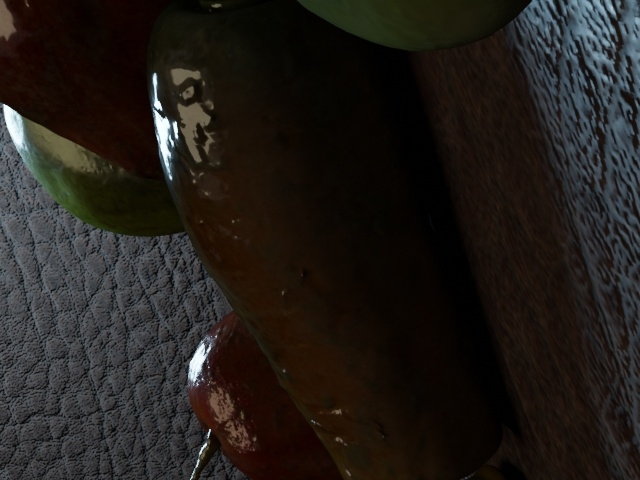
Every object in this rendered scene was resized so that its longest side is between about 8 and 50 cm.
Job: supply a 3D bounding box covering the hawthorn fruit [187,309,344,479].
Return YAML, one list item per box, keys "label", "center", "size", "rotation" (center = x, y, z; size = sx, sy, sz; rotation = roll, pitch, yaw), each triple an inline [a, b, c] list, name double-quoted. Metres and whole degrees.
- label: "hawthorn fruit"
  center: [-0.029, 0.111, 1.013]
  size: [0.162, 0.204, 0.162]
  rotation: [157, 90, -79]

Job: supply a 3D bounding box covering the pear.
- label: "pear"
  center: [-0.140, -0.111, 1.142]
  size: [0.269, 0.212, 0.212]
  rotation: [38, 154, 41]

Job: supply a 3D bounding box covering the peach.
- label: "peach"
  center: [-0.126, -0.156, 0.859]
  size: [0.232, 0.232, 0.256]
  rotation: [103, 156, -77]

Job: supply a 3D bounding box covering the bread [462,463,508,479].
- label: "bread"
  center: [0.096, 0.200, 0.863]
  size: [0.156, 0.086, 0.125]
  rotation: [173, 81, -79]

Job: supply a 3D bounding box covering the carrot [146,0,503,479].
- label: "carrot"
  center: [0.000, 0.000, 0.787]
  size: [0.139, 0.139, 0.301]
  rotation: [-133, 22, -70]

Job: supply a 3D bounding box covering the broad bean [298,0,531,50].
- label: "broad bean"
  center: [-0.003, -0.164, 0.485]
  size: [0.263, 0.121, 0.189]
  rotation: [37, 147, 46]
